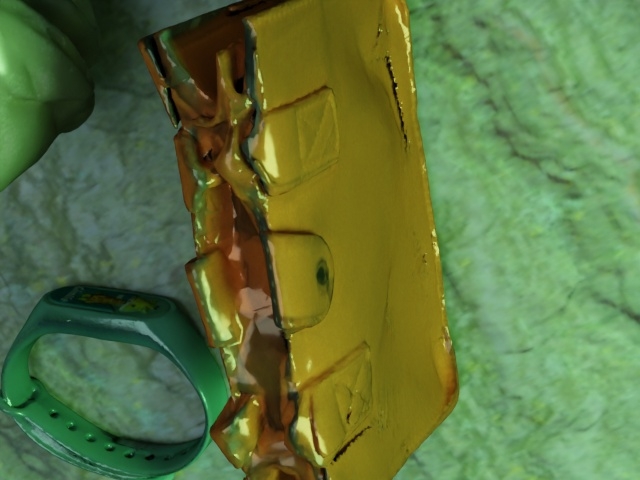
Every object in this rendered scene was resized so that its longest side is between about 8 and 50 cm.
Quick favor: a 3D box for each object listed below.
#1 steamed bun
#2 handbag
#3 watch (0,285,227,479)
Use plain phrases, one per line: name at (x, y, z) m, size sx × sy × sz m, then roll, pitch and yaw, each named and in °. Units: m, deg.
steamed bun at (-0.316, -0.239, 1.187) m, size 0.237 × 0.346 × 0.394 m, roll -44°, pitch 65°, yaw 14°
handbag at (0.000, 0.000, 1.158) m, size 0.116 × 0.303 × 0.410 m, roll -2°, pitch 108°, yaw 24°
watch at (-0.209, 0.141, 1.427) m, size 0.237 × 0.068 × 0.195 m, roll 8°, pitch 114°, yaw 14°
